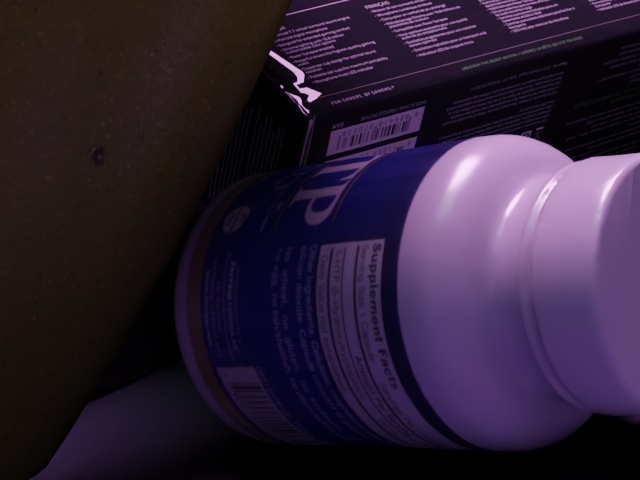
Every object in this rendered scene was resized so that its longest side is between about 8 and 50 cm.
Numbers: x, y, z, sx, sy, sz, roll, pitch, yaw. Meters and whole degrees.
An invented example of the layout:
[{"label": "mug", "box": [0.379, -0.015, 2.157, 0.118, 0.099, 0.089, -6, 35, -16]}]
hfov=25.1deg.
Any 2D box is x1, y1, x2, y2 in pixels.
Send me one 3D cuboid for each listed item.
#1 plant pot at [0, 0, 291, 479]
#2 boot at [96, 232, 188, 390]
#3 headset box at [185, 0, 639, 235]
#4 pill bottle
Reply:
[{"label": "plant pot", "box": [-0.141, -0.065, 0.543, 0.275, 0.293, 0.275, 11, 10, -2]}, {"label": "boot", "box": [-0.210, 0.045, 0.830, 0.263, 0.091, 0.229, -25, 16, -21]}, {"label": "headset box", "box": [0.002, -0.120, 0.761, 0.246, 0.131, 0.283, -19, 50, -33]}, {"label": "pill bottle", "box": [0.046, 0.020, 0.520, 0.187, 0.112, 0.112, -6, 17, 45]}]
